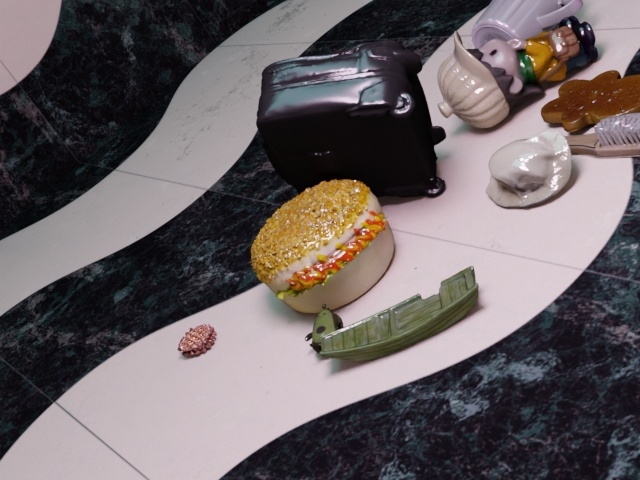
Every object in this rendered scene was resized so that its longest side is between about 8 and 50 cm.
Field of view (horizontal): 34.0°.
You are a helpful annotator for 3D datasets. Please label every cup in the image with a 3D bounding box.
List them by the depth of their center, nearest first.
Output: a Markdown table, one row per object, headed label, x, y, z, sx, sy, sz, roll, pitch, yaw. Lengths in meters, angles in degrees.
| label | x | y | z | sx | sy | sz | roll | pitch | yaw |
| --- | --- | --- | --- | --- | --- | --- | --- | --- | --- |
| cup | 0.453 | -0.498 | 2.295 | 0.202 | 0.167 | 0.221 | -50 | -2 | -23 |

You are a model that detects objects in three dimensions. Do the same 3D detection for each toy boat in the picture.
| label | x | y | z | sx | sy | sz | roll | pitch | yaw |
| --- | --- | --- | --- | --- | --- | --- | --- | --- | --- |
| toy boat | 0.136 | 0.135 | 1.737 | 0.293 | 0.055 | 0.093 | -26 | 28 | 15 |

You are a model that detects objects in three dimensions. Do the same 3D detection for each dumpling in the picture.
| label | x | y | z | sx | sy | sz | roll | pitch | yaw |
| --- | --- | --- | --- | --- | --- | --- | --- | --- | --- |
| dumpling | 0.369 | -0.123 | 1.878 | 0.176 | 0.092 | 0.150 | -18 | 44 | 19 |

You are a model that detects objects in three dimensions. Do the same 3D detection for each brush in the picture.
| label | x | y | z | sx | sy | sz | roll | pitch | yaw |
| --- | --- | --- | --- | --- | --- | --- | --- | --- | --- |
| brush | 0.483 | -0.188 | 1.879 | 0.327 | 0.065 | 0.070 | 0 | 44 | 50 |

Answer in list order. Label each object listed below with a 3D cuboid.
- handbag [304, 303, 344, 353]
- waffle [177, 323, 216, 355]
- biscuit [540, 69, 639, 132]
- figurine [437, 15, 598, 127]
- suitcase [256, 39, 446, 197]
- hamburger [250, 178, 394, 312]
| label | x | y | z | sx | sy | sz | roll | pitch | yaw |
| --- | --- | --- | --- | --- | --- | --- | --- | --- | --- |
| handbag | 0.010 | 0.160 | 1.847 | 0.072 | 0.047 | 0.111 | -25 | 30 | 16 |
| waffle | -0.245 | 0.200 | 2.091 | 0.083 | 0.029 | 0.075 | -19 | 33 | 22 |
| biscuit | 0.530 | -0.261 | 1.972 | 0.180 | 0.039 | 0.236 | -44 | 28 | -25 |
| figurine | 0.402 | -0.343 | 2.158 | 0.332 | 0.205 | 0.185 | -8 | 22 | -11 |
| suitcase | 0.055 | -0.213 | 2.023 | 0.339 | 0.345 | 0.188 | -7 | 62 | 15 |
| hamburger | 0.000 | 0.000 | 1.977 | 0.276 | 0.179 | 0.294 | -40 | 27 | -10 |
